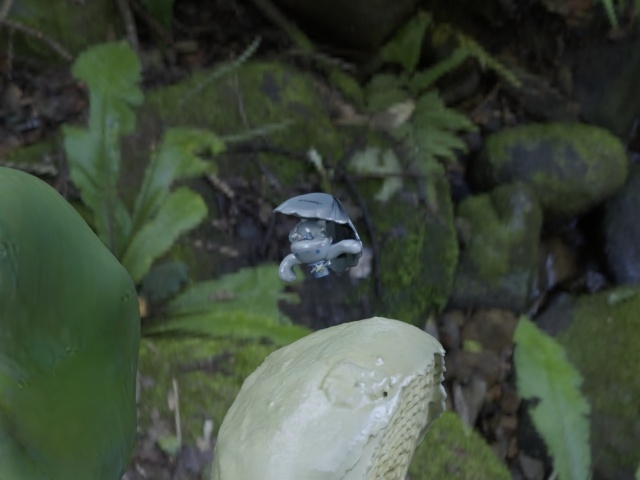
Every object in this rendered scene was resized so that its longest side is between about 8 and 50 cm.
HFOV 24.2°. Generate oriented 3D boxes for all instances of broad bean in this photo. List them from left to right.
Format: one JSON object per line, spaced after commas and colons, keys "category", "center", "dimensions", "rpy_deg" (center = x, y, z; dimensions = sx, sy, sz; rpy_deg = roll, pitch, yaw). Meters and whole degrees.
{"category": "broad bean", "center": [-0.142, 0.062, 0.675], "dimensions": [0.100, 0.169, 0.228], "rpy_deg": [-14, 51, 23]}

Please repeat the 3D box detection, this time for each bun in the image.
{"category": "bun", "center": [-0.013, 0.239, 1.662], "dimensions": [0.202, 0.364, 0.364], "rpy_deg": [25, 62, 14]}

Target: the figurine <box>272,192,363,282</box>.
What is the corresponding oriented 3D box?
{"category": "figurine", "center": [0.000, 0.000, 1.458], "dimensions": [0.094, 0.086, 0.082], "rpy_deg": [11, 23, 29]}
